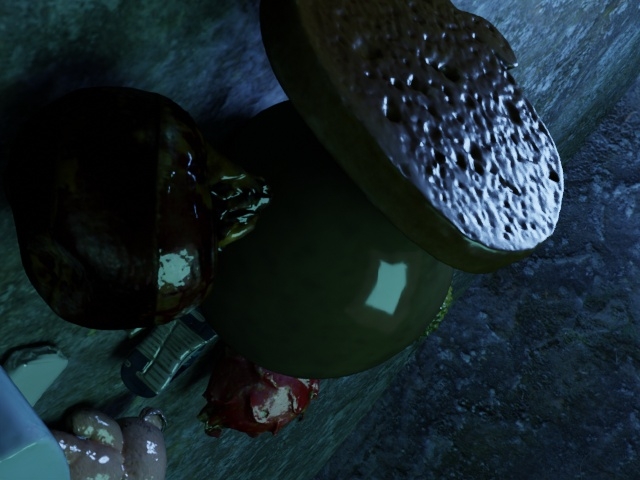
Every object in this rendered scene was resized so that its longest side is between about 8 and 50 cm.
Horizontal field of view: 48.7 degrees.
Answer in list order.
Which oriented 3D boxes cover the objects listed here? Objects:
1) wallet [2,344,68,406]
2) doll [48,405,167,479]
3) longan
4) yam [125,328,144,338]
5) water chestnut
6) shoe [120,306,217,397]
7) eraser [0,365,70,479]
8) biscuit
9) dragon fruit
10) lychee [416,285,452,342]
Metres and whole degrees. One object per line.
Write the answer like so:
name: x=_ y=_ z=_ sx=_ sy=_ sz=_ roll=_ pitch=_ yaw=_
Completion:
wallet: x=-0.401 y=0.206 z=0.905 sx=0.190 sy=0.033 sz=0.095 roll=-50 pitch=162 yaw=10
doll: x=-0.384 y=0.356 z=1.116 sx=0.303 sy=0.156 sz=0.201 roll=21 pitch=73 yaw=-48
longan: x=0.000 y=0.000 z=0.890 sx=0.361 sy=0.361 sz=0.361 roll=-40 pitch=159 yaw=-18
yam: x=-0.197 y=0.062 z=1.055 sx=0.234 sy=0.029 sz=0.027 roll=-41 pitch=-173 yaw=-19
water chestnut: x=-0.165 y=-0.026 z=0.652 sx=0.238 sy=0.224 sz=0.224 roll=-4 pitch=143 yaw=-18
shoe: x=-0.224 y=0.151 z=1.103 sx=0.207 sy=0.091 sz=0.106 roll=-48 pitch=-177 yaw=-8
eraser: x=-0.304 y=0.102 z=0.522 sx=0.104 sy=0.290 sz=0.189 roll=-26 pitch=149 yaw=-43
biscuit: x=0.114 y=-0.153 z=0.766 sx=0.070 sy=0.394 sz=0.350 roll=-34 pitch=-176 yaw=46
dragon fruit: x=-0.124 y=0.279 z=1.373 sx=0.268 sy=0.205 sz=0.210 roll=-33 pitch=161 yaw=-10
lychee: x=0.132 y=0.072 z=1.392 sx=0.270 sy=0.270 sz=0.320 roll=-36 pitch=-164 yaw=-27
